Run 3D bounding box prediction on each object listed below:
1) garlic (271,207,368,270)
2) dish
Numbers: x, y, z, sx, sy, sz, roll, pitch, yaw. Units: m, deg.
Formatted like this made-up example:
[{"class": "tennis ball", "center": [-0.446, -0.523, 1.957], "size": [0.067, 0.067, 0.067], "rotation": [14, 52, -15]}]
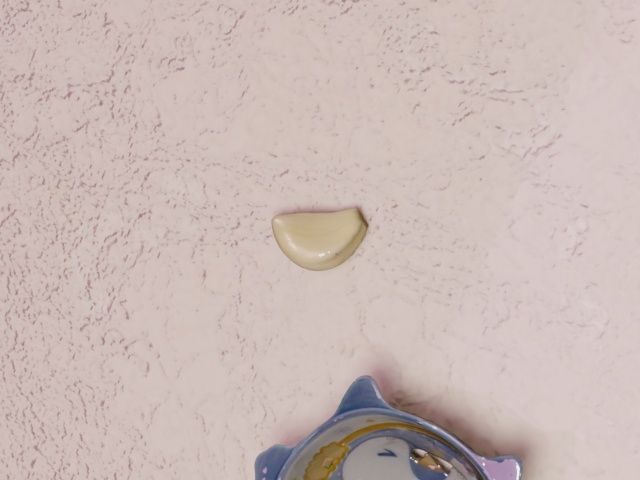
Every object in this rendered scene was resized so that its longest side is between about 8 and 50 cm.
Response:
[{"class": "garlic", "center": [0.000, -0.001, 1.300], "size": [0.083, 0.041, 0.053], "rotation": [-9, 74, 16]}, {"class": "dish", "center": [0.075, 0.226, 1.242], "size": [0.228, 0.086, 0.236], "rotation": [-44, 74, 17]}]
